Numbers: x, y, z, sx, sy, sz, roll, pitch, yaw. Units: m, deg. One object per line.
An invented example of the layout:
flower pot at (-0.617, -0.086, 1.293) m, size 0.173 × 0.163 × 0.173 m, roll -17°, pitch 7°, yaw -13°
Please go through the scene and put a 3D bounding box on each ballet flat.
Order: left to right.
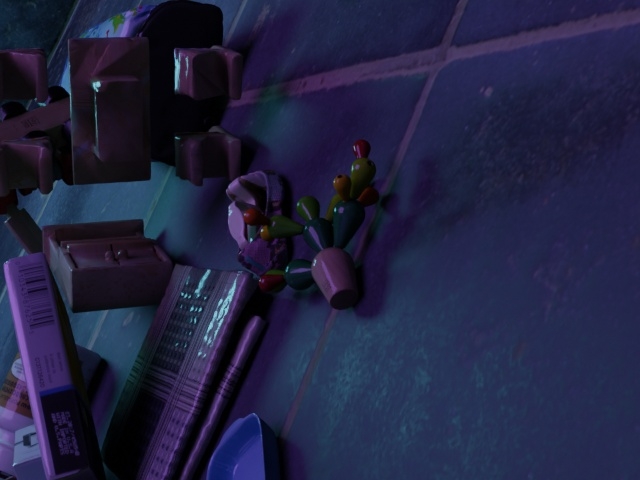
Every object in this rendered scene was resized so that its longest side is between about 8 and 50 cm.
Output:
ballet flat at (-0.089, -0.039, 1.520) m, size 0.077 × 0.079 × 0.221 m, roll -44°, pitch 31°, yaw 26°

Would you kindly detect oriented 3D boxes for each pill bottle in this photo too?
pill bottle at (-0.464, 0.271, 1.864) m, size 0.131 × 0.131 × 0.229 m, roll 0°, pitch 65°, yaw 62°

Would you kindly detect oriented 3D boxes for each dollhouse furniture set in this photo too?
dollhouse furniture set at (-0.333, -0.120, 1.764) m, size 0.256 × 0.362 × 0.394 m, roll -143°, pitch 51°, yaw -63°

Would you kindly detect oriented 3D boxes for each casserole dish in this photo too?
casserole dish at (-0.082, 0.278, 1.250) m, size 0.114 × 0.037 × 0.188 m, roll -48°, pitch 30°, yaw 27°

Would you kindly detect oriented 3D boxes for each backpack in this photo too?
backpack at (-0.329, -0.278, 2.046) m, size 0.355 × 0.273 × 0.290 m, roll -170°, pitch 91°, yaw -76°

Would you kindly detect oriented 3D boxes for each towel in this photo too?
towel at (-0.189, 0.185, 1.542) m, size 0.312 × 0.056 × 0.324 m, roll 4°, pitch 71°, yaw 66°

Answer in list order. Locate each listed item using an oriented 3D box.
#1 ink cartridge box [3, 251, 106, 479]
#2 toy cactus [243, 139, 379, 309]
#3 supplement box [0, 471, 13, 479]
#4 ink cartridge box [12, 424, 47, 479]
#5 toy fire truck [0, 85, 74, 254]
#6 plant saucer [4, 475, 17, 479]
ink cartridge box at (-0.360, 0.212, 1.585) m, size 0.307 × 0.072 × 0.303 m, roll 96°, pitch 157°, yaw -69°
toy cactus at (0.000, 0.000, 1.312) m, size 0.219 × 0.112 × 0.180 m, roll -43°, pitch 41°, yaw 20°
supplement box at (-0.564, 0.395, 2.034) m, size 0.083 × 0.043 × 0.055 m, roll 3°, pitch 69°, yaw 62°
ink cartridge box at (-0.399, 0.331, 1.629) m, size 0.135 × 0.056 × 0.099 m, roll -140°, pitch 35°, yaw -72°
toy fire truck at (-0.469, -0.099, 1.913) m, size 0.158 × 0.217 × 0.246 m, roll 45°, pitch 148°, yaw 31°
plant saucer at (-0.528, 0.535, 1.825) m, size 0.310 × 0.050 × 0.310 m, roll -43°, pitch 31°, yaw 34°
